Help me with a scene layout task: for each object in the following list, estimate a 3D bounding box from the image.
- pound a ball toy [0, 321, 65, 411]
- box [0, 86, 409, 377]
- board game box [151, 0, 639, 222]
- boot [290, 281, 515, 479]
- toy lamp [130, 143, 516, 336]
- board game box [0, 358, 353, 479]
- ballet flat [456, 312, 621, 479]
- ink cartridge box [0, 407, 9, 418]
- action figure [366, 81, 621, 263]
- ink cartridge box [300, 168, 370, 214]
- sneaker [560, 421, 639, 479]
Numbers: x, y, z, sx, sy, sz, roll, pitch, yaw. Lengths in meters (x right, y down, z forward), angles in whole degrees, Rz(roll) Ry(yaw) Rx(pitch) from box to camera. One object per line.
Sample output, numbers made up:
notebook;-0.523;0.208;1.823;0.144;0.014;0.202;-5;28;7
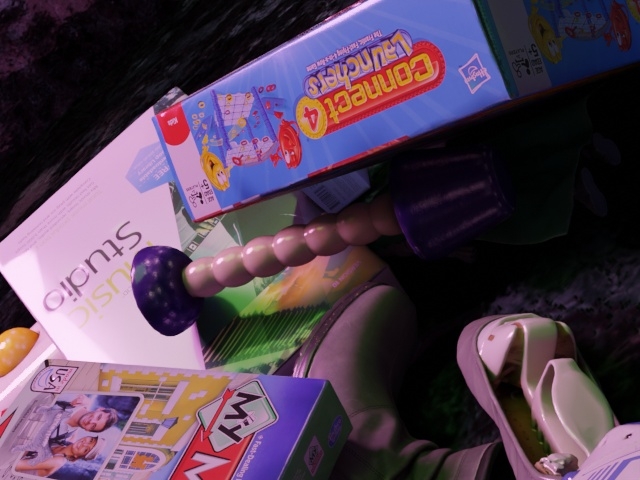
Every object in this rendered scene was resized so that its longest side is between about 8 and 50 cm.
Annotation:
pound a ball toy;-0.232;0.131;0.989;0.319;0.136;0.208;-44;22;1
box;-0.114;0.028;0.877;0.232;0.058;0.322;-44;51;-7
board game box;0.092;-0.121;0.758;0.308;0.086;0.302;-21;2;-42
boot;0.048;0.126;0.625;0.161;0.083;0.246;-5;42;40
toy lamp;0.000;0.000;0.739;0.275;0.080;0.080;-19;31;25
board game box;-0.138;0.194;0.541;0.213;0.046;0.317;-1;41;30
ballet flat;0.121;0.078;0.554;0.072;0.068;0.213;-5;28;-4
ink cartridge box;-0.215;0.195;0.806;0.231;0.078;0.134;-22;74;53
action figure;0.105;-0.028;0.790;0.232;0.063;0.137;-14;38;44
ink cartridge box;-0.027;-0.054;1.027;0.122;0.088;0.052;-37;23;16
sneaker;0.119;0.144;0.408;0.296;0.112;0.131;-27;27;12
